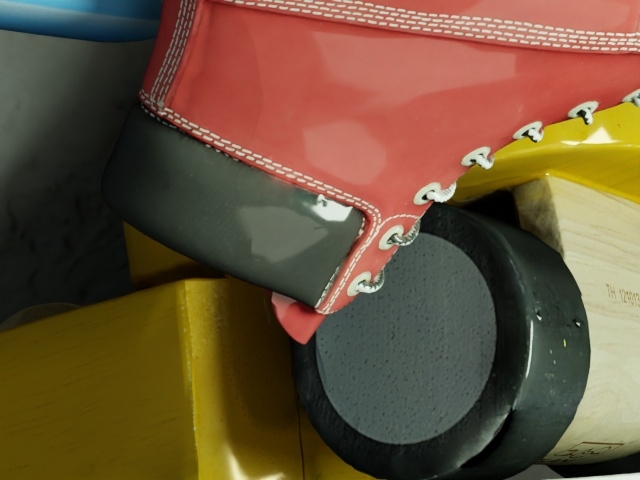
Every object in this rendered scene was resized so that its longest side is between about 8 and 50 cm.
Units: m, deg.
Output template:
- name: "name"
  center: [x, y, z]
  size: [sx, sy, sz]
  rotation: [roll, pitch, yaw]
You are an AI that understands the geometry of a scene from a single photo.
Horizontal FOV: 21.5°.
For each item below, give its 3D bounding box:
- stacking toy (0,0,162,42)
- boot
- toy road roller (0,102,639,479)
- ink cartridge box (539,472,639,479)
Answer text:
- name: "stacking toy"
  center: [-0.102, -0.220, 0.496]
  size: [0.165, 0.175, 0.302]
  rotation: [5, 110, -36]
- name: "boot"
  center: [0.063, -0.044, 0.514]
  size: [0.244, 0.088, 0.176]
  rotation: [9, 112, -18]
- name: "toy road roller"
  center: [0.000, 0.000, 0.694]
  size: [0.329, 0.241, 0.202]
  rotation: [-19, 162, 32]
- name: "ink cartridge box"
  center: [0.136, 0.131, 0.635]
  size: [0.231, 0.078, 0.134]
  rotation: [1, 163, -34]
